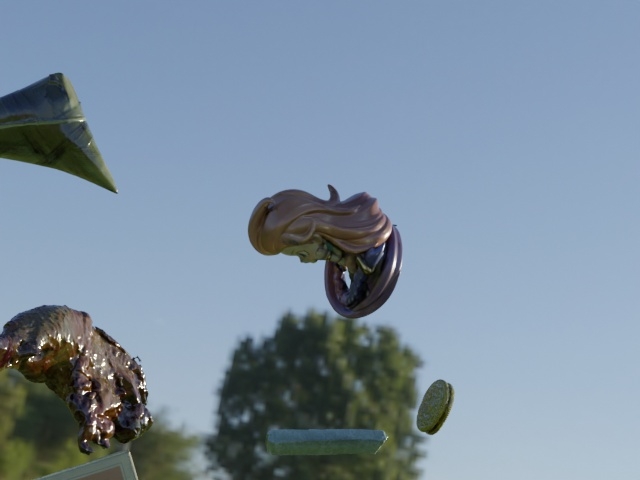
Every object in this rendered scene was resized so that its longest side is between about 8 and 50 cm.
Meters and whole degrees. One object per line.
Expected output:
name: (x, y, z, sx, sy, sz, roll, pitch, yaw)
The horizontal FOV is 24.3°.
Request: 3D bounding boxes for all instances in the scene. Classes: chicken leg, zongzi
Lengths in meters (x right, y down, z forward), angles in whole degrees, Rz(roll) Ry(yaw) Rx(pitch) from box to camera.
chicken leg: (-0.322, 0.170, 1.870, 0.083, 0.177, 0.322, -25, -51, 21)
zongzi: (-0.237, -0.071, 1.239, 0.104, 0.113, 0.052, -24, 0, -3)

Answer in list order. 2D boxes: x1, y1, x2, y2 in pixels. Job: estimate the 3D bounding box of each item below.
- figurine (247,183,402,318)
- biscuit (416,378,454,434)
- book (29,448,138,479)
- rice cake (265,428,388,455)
figurine: (0.008, -0.006, 1.460, 0.157, 0.114, 0.126, 38, -3, -16)
biscuit: (0.171, 0.247, 2.203, 0.023, 0.084, 0.084, 25, -17, -15)
book: (-0.281, 0.321, 1.459, 0.241, 0.170, 0.018, -16, -15, -8)
rice cake: (0.009, 0.280, 2.064, 0.170, 0.029, 0.033, 0, -53, -10)
